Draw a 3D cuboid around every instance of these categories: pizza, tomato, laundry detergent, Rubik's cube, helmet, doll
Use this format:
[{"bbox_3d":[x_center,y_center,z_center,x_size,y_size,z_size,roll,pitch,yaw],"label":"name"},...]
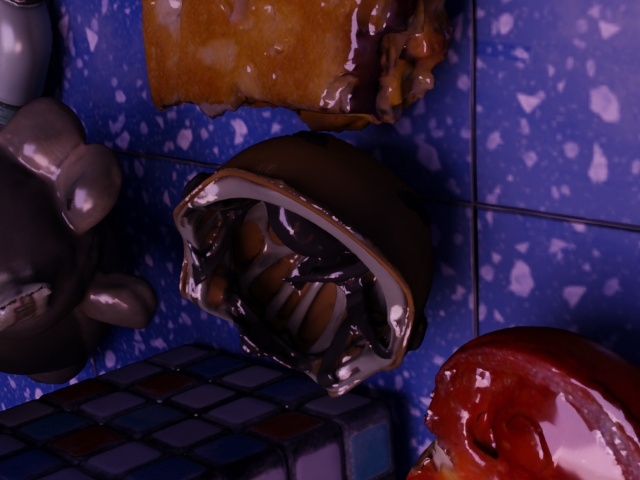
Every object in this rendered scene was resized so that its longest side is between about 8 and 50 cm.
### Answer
[{"bbox_3d":[-0.006,-0.209,0.733,0.277,0.114,0.409,52,133,18],"label":"pizza"},{"bbox_3d":[0.166,0.162,0.683,0.200,0.139,0.233,41,130,31],"label":"tomato"},{"bbox_3d":[-0.312,-0.181,1.059,0.099,0.070,0.225,54,136,39],"label":"laundry detergent"},{"bbox_3d":[-0.122,0.275,0.872,0.287,0.293,0.292,8,111,48],"label":"Rubik's cube"},{"bbox_3d":[0.000,0.000,0.774,0.198,0.130,0.224,31,144,3],"label":"helmet"},{"bbox_3d":[-0.344,0.047,0.961,0.252,0.379,0.382,60,157,10],"label":"doll"}]
